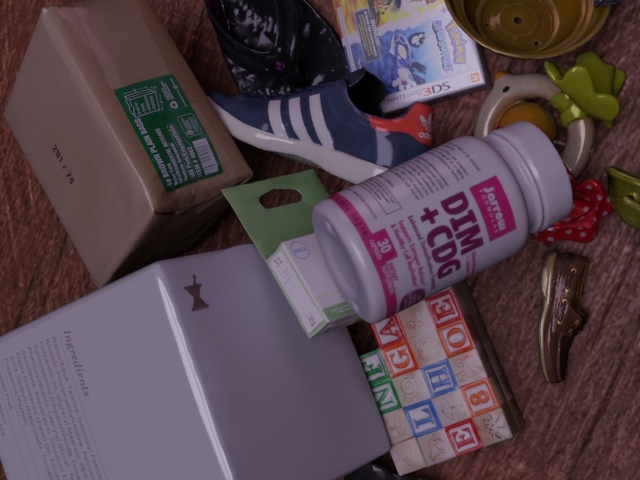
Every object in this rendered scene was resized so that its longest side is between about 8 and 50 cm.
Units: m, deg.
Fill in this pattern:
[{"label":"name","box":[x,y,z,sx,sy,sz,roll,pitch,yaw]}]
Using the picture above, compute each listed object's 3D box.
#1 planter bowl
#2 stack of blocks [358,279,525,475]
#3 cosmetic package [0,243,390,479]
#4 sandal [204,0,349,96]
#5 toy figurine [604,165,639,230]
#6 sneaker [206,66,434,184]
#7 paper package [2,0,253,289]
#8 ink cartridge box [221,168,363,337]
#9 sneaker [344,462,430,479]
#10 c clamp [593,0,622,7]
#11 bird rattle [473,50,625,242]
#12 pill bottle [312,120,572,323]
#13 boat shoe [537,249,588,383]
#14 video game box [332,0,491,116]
[{"label":"planter bowl","box":[0.262,-0.307,1.474,0.217,0.090,0.217,0,67,1]},{"label":"stack of blocks","box":[0.140,0.151,1.562,0.171,0.087,0.297,-23,84,21]},{"label":"cosmetic package","box":[-0.192,0.217,1.528,0.394,0.329,0.327,-24,83,35]},{"label":"sandal","box":[-0.106,-0.340,1.624,0.168,0.107,0.445,-31,83,21]},{"label":"toy figurine","box":[0.483,0.072,1.369,0.363,0.191,0.217,19,115,4]},{"label":"sneaker","box":[0.001,-0.172,1.530,0.350,0.131,0.148,22,94,26]},{"label":"paper package","box":[-0.284,-0.140,1.601,0.324,0.168,0.309,60,148,9]},{"label":"ink cartridge box","box":[0.000,0.000,1.478,0.056,0.171,0.235,-47,67,44]},{"label":"sneaker","box":[0.115,0.356,1.597,0.178,0.077,0.072,29,80,-1]},{"label":"c clamp","box":[0.328,-0.352,1.405,0.160,0.022,0.137,48,120,10]},{"label":"bird rattle","box":[0.301,-0.126,1.495,0.207,0.143,0.253,20,113,31]},{"label":"pill bottle","box":[0.147,-0.029,1.366,0.283,0.160,0.160,-26,82,-13]},{"label":"boat shoe","box":[0.322,0.102,1.501,0.060,0.064,0.177,3,91,23]},{"label":"video game box","box":[0.122,-0.286,1.572,0.187,0.048,0.205,-15,87,19]}]
